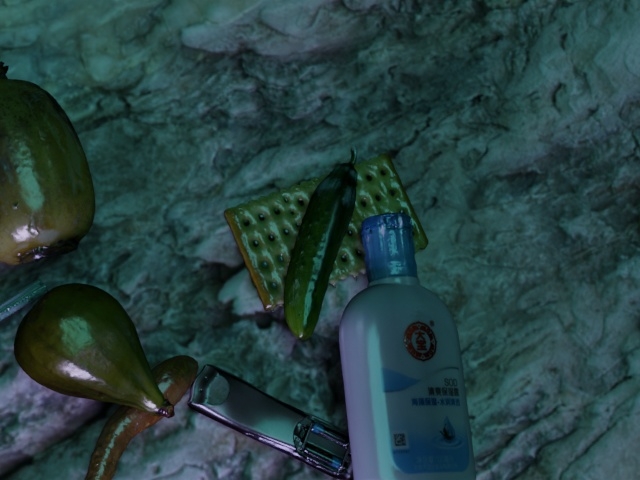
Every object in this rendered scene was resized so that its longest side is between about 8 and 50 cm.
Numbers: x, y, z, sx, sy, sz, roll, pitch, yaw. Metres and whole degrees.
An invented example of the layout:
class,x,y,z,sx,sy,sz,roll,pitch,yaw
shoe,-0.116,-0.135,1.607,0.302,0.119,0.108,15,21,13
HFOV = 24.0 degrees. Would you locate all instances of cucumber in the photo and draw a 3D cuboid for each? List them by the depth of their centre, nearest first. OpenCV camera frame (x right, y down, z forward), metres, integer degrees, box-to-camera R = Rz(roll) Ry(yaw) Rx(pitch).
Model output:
class,x,y,z,sx,sy,sz,roll,pitch,yaw
cucumber,0.000,0.000,1.774,0.056,0.056,0.250,22,68,-10

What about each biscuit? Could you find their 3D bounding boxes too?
class,x,y,z,sx,sy,sz,roll,pitch,yaw
biscuit,0.011,-0.013,1.820,0.231,0.016,0.139,-20,79,-23

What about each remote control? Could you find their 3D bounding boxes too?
class,x,y,z,sx,sy,sz,roll,pitch,yaw
remote control,-0.051,0.208,1.722,0.212,0.028,0.059,26,70,-9

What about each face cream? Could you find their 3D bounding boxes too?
class,x,y,z,sx,sy,sz,roll,pitch,yaw
face cream,0.095,0.135,1.755,0.163,0.080,0.337,5,72,-34

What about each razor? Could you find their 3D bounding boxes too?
class,x,y,z,sx,sy,sz,roll,pitch,yaw
razor,-0.388,0.103,1.649,0.211,0.036,0.084,-36,110,-30

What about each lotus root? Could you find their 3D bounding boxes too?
class,x,y,z,sx,sy,sz,roll,pitch,yaw
lotus root,-0.345,-0.102,1.667,0.154,0.154,0.278,-17,74,-22

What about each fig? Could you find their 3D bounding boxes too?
class,x,y,z,sx,sy,sz,roll,pitch,yaw
fig,-0.237,0.116,1.638,0.184,0.133,0.127,19,53,-17

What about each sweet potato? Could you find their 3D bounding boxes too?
class,x,y,z,sx,sy,sz,roll,pitch,yaw
sweet potato,-0.209,0.207,1.664,0.050,0.050,0.214,39,70,-3
